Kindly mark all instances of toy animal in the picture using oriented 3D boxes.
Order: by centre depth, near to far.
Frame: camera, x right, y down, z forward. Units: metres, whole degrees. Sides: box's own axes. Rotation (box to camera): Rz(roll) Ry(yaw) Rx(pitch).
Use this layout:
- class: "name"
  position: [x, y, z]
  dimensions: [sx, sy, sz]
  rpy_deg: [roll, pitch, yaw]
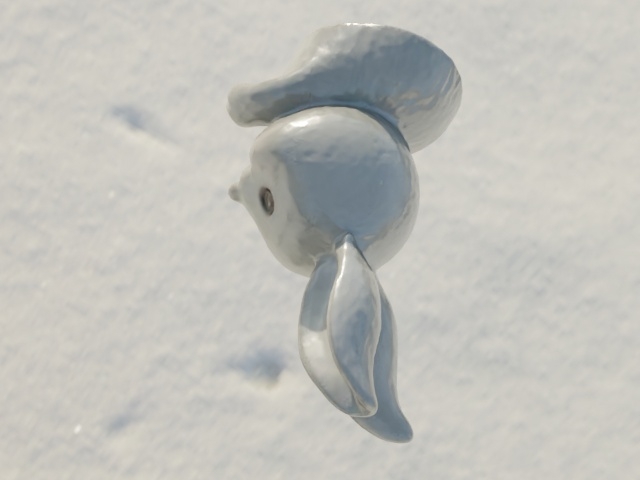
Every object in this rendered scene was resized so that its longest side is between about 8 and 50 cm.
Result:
- class: "toy animal"
  position: [0.000, -0.001, 0.974]
  dimensions: [0.131, 0.103, 0.220]
  rpy_deg: [8, 62, 6]
